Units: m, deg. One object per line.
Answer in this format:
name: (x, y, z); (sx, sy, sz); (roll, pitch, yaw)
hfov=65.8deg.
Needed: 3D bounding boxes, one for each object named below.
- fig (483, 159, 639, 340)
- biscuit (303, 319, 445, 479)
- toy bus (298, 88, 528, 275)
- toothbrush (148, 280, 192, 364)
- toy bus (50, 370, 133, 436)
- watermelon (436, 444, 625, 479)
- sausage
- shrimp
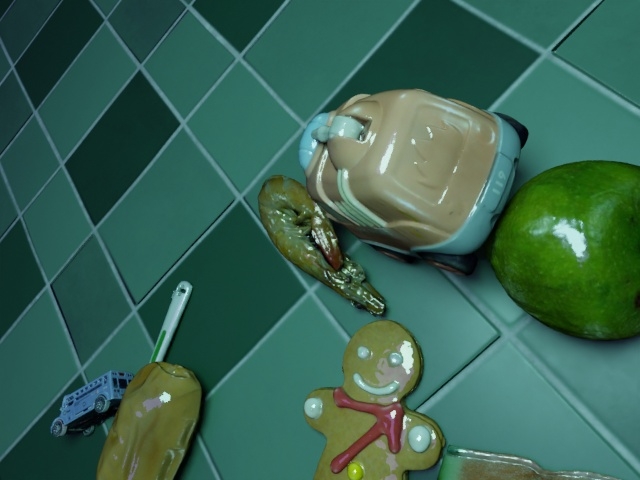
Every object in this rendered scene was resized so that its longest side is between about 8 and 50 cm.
fig: (0.281, 0.014, 0.593); (0.235, 0.203, 0.203); (-10, 66, 66)
biscuit: (0.058, 0.277, 0.688); (0.216, 0.047, 0.339); (12, 83, 30)
toy bus: (0.093, -0.086, 0.628); (0.288, 0.232, 0.194); (15, 85, 67)
toothbrush: (-0.313, 0.274, 0.907); (0.042, 0.040, 0.418); (13, 78, 29)
toy bus: (-0.429, 0.311, 0.936); (0.167, 0.073, 0.076); (-30, 61, 15)
watermelon: (0.244, 0.378, 0.458); (0.292, 0.222, 0.319); (-7, 73, 23)
sausage: (-0.283, 0.322, 0.822); (0.136, 0.120, 0.241); (21, 87, 43)
shrimp: (0.000, 0.000, 0.757); (0.287, 0.063, 0.152); (39, 139, 26)
